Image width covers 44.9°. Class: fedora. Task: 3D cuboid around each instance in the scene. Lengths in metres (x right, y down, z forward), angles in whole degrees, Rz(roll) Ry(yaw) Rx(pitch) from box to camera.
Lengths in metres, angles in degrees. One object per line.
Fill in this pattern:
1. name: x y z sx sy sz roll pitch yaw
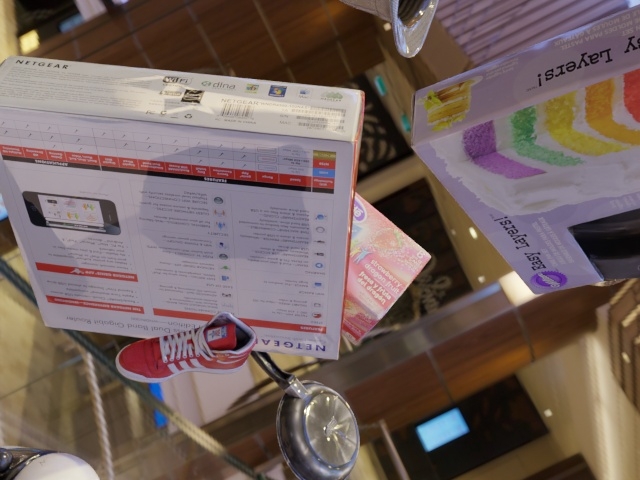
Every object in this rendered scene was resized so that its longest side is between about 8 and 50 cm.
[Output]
1. fedora: 0.092 -0.393 1.021 0.244 0.124 0.275 -31 137 -63

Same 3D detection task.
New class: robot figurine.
1. robot figurine: -0.468 0.417 1.222 0.209 0.278 0.173 23 66 -48

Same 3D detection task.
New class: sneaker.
1. sneaker: -0.113 0.092 0.670 0.067 0.118 0.042 -52 -134 52

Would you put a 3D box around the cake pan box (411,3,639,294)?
1. cake pan box: 0.239 -0.060 0.624 0.267 0.246 0.070 43 44 -42

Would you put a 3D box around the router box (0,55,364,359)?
1. router box: -0.136 -0.020 0.776 0.082 0.335 0.301 -80 176 -45

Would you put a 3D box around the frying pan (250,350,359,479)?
1. frying pan: -0.019 0.285 1.401 0.197 0.053 0.326 -7 73 -50

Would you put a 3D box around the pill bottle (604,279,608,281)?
1. pill bottle: 0.370 -0.002 1.025 0.123 0.123 0.219 64 15 14

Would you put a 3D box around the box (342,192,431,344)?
1. box: 0.000 0.000 1.210 0.300 0.142 0.154 40 -23 7
